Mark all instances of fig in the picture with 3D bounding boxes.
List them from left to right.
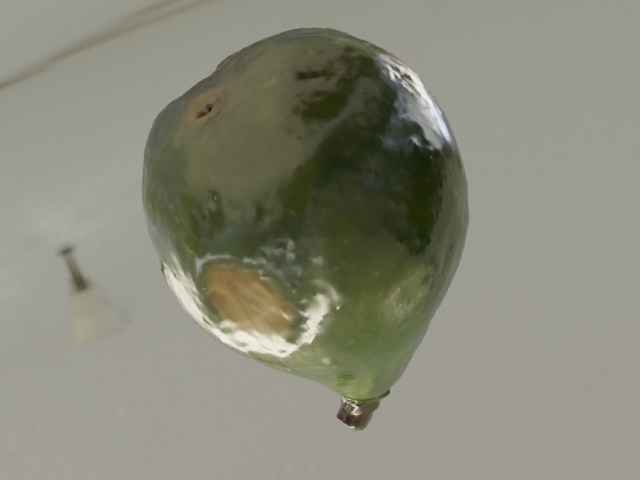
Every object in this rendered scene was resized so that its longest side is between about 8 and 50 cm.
[{"bbox_3d":[0.000,0.000,1.112,0.195,0.245,0.195,-17,-144,13],"label":"fig"}]
